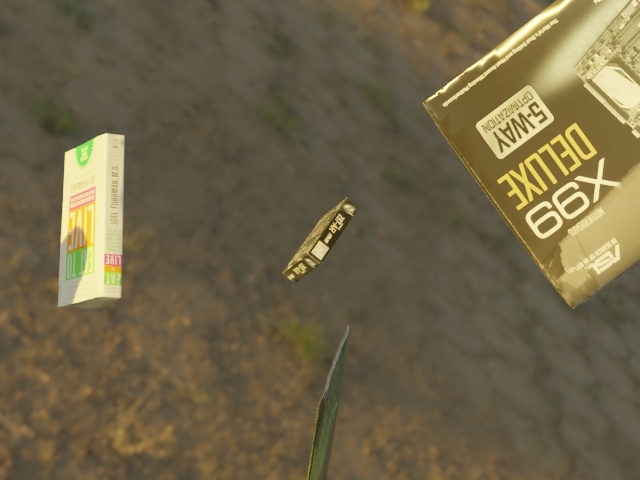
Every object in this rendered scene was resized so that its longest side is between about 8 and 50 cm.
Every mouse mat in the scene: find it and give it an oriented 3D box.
[{"bbox_3d":[0.003,0.174,1.639,0.007,0.153,0.190,11,20,6],"label":"mouse mat"}]

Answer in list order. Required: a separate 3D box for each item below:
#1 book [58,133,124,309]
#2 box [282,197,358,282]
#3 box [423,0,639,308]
[{"bbox_3d":[-0.200,-0.015,1.660,0.035,0.096,0.144,5,79,-27],"label":"book"},{"bbox_3d":[0.000,0.000,1.933,0.018,0.067,0.083,39,59,-7],"label":"box"},{"bbox_3d":[0.289,-0.122,1.727,0.242,0.307,0.076,56,17,7],"label":"box"}]
